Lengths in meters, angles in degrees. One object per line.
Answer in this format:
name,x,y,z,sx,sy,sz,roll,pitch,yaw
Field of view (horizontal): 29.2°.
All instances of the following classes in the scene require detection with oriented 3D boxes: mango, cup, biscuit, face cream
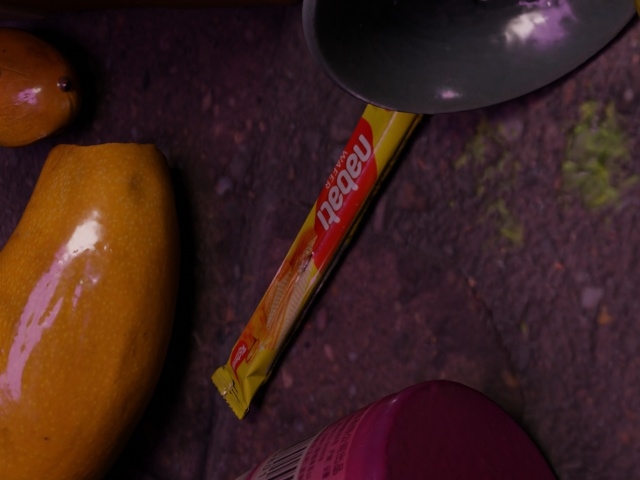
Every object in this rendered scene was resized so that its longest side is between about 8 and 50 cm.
mango,-0.204,0.086,0.925,0.187,0.144,0.359,47,114,40
cup,0.072,-0.188,0.681,0.199,0.199,0.150,-41,50,33
biscuit,0.000,0.000,0.830,0.292,0.026,0.048,-61,39,24
face cream,0.028,0.195,0.721,0.195,0.175,0.175,-33,72,37
mango,-0.258,-0.125,1.004,0.190,0.075,0.098,7,92,45

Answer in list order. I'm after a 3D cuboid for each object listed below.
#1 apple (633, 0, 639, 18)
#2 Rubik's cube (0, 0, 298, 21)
apple,0.227,-0.136,0.531,0.196,0.196,0.196,3,94,39
Rubik's cube,-0.227,-0.325,0.763,0.344,0.347,0.346,2,96,28
